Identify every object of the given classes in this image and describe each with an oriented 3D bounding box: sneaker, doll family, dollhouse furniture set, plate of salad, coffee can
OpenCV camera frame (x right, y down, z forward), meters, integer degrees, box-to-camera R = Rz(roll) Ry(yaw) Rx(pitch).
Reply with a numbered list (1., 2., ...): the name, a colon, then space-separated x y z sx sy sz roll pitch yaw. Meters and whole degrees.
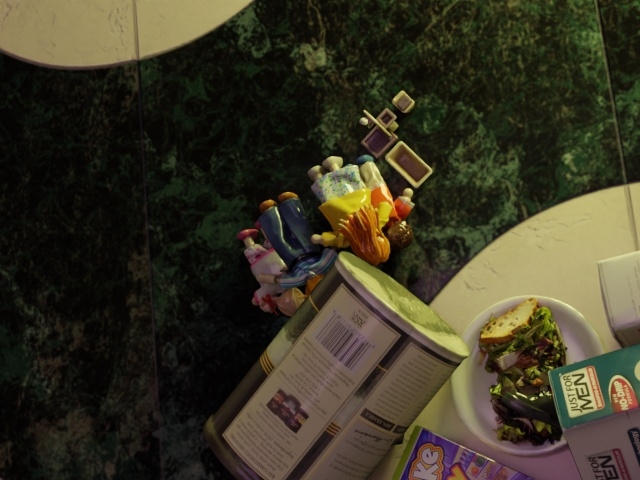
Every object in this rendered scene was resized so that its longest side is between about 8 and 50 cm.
1. sneaker: 0.305 0.185 1.714 0.170 0.051 0.089 22 90 -5
2. doll family: 0.000 0.000 1.875 0.263 0.118 0.163 -33 67 10
3. dollhouse furniture set: 0.107 -0.136 1.890 0.091 0.081 0.114 -46 65 5
4. plate of salad: 0.252 0.163 1.773 0.200 0.048 0.200 -5 74 19
5. coffee can: 0.019 0.181 1.758 0.201 0.201 0.275 42 99 25

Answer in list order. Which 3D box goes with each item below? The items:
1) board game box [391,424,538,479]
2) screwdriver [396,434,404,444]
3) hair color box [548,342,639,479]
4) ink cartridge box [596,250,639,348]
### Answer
1. board game box: 0.155 0.428 1.724 0.233 0.078 0.347 22 85 25
2. screwdriver: 0.103 0.178 1.848 0.024 0.025 0.170 -2 67 22
3. hair color box: 0.445 0.182 1.596 0.347 0.174 0.105 -18 35 10
4. ink cartridge box: 0.443 0.059 1.663 0.218 0.158 0.092 -17 66 16
